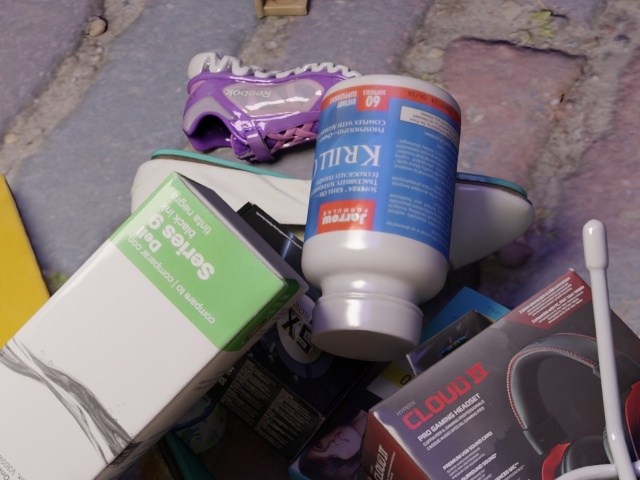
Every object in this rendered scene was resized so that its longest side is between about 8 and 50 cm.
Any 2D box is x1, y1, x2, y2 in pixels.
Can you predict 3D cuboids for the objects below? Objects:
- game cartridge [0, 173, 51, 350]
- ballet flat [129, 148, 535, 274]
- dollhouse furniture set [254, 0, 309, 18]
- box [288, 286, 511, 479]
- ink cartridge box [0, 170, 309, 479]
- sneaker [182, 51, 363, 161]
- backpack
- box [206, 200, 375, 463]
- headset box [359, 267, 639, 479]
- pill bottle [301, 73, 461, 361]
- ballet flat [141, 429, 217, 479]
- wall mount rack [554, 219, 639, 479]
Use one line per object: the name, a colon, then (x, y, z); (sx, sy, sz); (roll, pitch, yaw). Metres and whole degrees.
game cartridge: (-0.396, 0.083, 1.463); (0.285, 0.053, 0.324); (-21, 41, -9)
ballet flat: (0.000, 0.000, 1.462); (0.400, 0.139, 0.139); (6, 49, 20)
dollhouse furniture set: (0.002, -0.348, 1.764); (0.151, 0.123, 0.144); (-1, 48, 10)
box: (0.090, 0.153, 1.335); (0.100, 0.060, 0.244); (29, 58, 31)
ink cartridge box: (-0.155, 0.096, 1.169); (0.121, 0.211, 0.289); (45, 91, 3)
sneaker: (-0.043, -0.124, 1.598); (0.236, 0.095, 0.104); (7, 56, 23)
backpack: (-0.138, 0.132, 1.377); (0.105, 0.084, 0.114); (-12, 47, -1)
box: (-0.044, 0.076, 1.347); (0.180, 0.077, 0.147); (39, 45, 6)
headset box: (0.186, 0.180, 1.211); (0.218, 0.110, 0.293); (-32, 66, -21)
pill bottle: (0.050, -0.017, 1.305); (0.124, 0.124, 0.221); (2, 69, 12)
ballet flat: (-0.070, 0.286, 1.215); (0.123, 0.123, 0.348); (-33, 50, -19)
wall mount rack: (0.320, 0.126, 1.109); (0.350, 0.130, 0.304); (-4, 48, -5)
